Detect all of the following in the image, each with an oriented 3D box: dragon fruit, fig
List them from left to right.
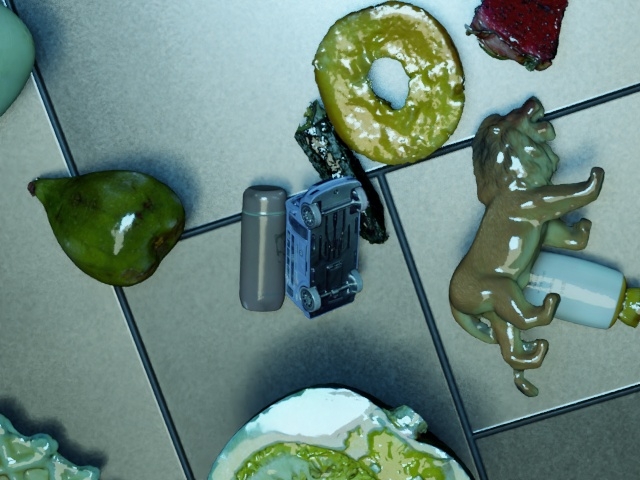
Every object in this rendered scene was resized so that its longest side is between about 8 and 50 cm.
[{"bbox_3d":[-0.237,-0.027,1.809,0.127,0.185,0.133,12,105,-41],"label":"fig"},{"bbox_3d":[0.206,-0.235,1.718,0.102,0.096,0.147,32,61,-7],"label":"dragon fruit"}]

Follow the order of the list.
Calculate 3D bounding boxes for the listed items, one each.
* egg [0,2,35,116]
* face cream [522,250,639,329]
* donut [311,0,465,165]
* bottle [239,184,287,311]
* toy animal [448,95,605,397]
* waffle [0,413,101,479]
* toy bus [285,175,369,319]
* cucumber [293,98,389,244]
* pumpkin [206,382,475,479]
[{"bbox_3d":[-0.453,-0.183,1.717,0.295,0.218,0.218,-12,102,-3],"label":"egg"},{"bbox_3d":[0.274,0.053,1.800,0.182,0.051,0.072,15,95,3],"label":"face cream"},{"bbox_3d":[0.079,-0.175,1.757,0.162,0.065,0.178,-11,103,12],"label":"donut"},{"bbox_3d":[-0.065,0.009,1.816,0.053,0.053,0.140,3,103,4],"label":"bottle"},{"bbox_3d":[0.210,-0.002,1.746,0.157,0.097,0.312,20,87,17],"label":"toy animal"},{"bbox_3d":[-0.399,0.346,1.920,0.309,0.056,0.292,26,104,-3],"label":"waffle"},{"bbox_3d":[0.000,0.000,1.768,0.073,0.076,0.167,-20,129,-30],"label":"toy bus"},{"bbox_3d":[0.026,-0.071,1.795,0.053,0.053,0.181,-31,102,11],"label":"cucumber"},{"bbox_3d":[0.030,0.294,1.808,0.293,0.197,0.263,39,91,2],"label":"pumpkin"}]
